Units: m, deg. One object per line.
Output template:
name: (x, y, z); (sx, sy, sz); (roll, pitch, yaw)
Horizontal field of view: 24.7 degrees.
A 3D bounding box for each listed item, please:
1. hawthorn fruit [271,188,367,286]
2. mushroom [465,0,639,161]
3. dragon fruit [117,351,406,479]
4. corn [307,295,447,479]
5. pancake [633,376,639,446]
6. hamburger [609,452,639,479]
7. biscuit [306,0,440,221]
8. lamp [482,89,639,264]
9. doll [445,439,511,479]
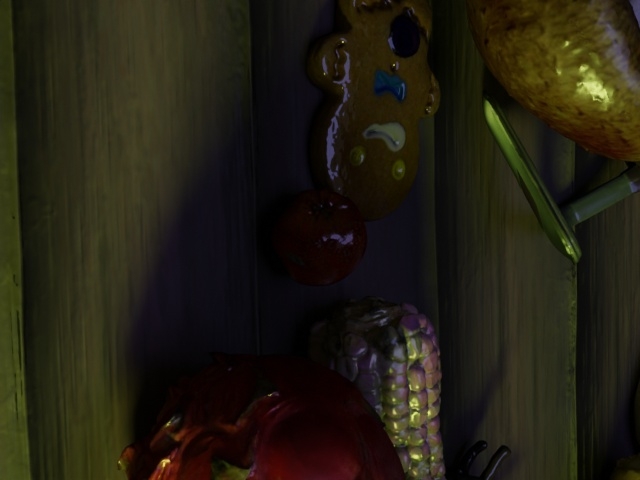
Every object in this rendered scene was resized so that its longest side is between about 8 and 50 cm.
hawthorn fruit: (0.000, 0.000, 1.328); (0.093, 0.093, 0.093); (-4, 96, -45)
mushroom: (0.321, -0.235, 1.435); (0.331, 0.356, 0.334); (-50, 118, -30)
dragon fruit: (-0.043, 0.212, 1.198); (0.241, 0.241, 0.252); (-16, 73, -44)
corn: (0.066, 0.215, 1.384); (0.127, 0.127, 0.335); (-23, 111, -43)
pancake: (0.488, 0.211, 1.862); (0.282, 0.049, 0.282); (-4, 96, -44)
hamburger: (0.446, 0.355, 1.671); (0.170, 0.302, 0.302); (-51, 126, -18)
biscuit: (0.053, -0.135, 1.404); (0.180, 0.039, 0.236); (10, 88, -47)
lamp: (0.281, -0.099, 1.606); (0.283, 0.124, 0.203); (-26, 91, -39)
doll: (0.140, 0.302, 1.511); (0.165, 0.057, 0.139); (-29, 116, -35)
